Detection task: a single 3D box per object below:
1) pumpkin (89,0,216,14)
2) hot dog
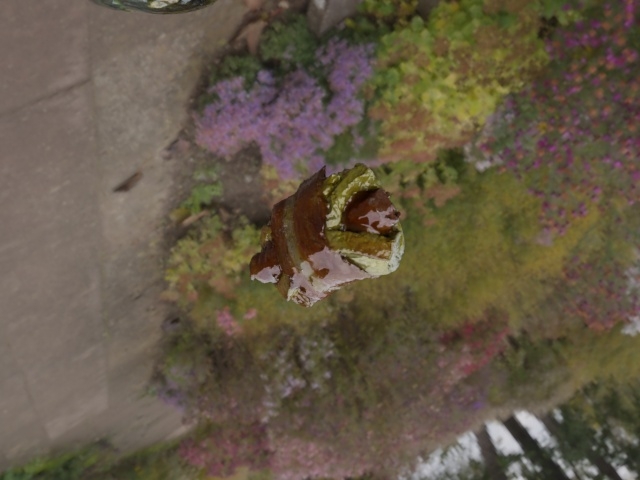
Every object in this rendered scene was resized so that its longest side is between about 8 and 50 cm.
[{"bbox_3d":[-0.163,-0.377,0.807,0.323,0.323,0.241,-39,173,13],"label":"pumpkin"},{"bbox_3d":[0.000,0.000,0.980,0.213,0.146,0.103,-32,171,30],"label":"hot dog"}]
